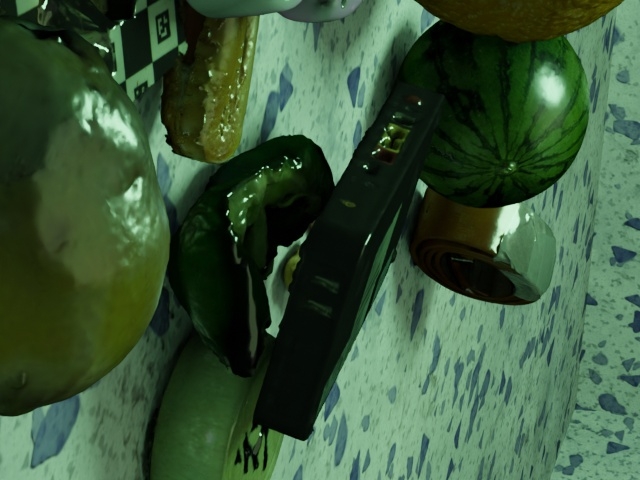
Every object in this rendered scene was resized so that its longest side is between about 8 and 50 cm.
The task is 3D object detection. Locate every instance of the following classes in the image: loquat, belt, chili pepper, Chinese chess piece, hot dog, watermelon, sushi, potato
[{"bbox_3d":[-0.175,-0.015,0.925,0.179,0.179,0.227,-56,142,-53],"label":"loquat"},{"bbox_3d":[0.219,0.010,2.267,0.261,0.184,0.105,61,44,-67],"label":"belt"},{"bbox_3d":[-0.067,-0.006,1.455,0.264,0.116,0.148,-53,138,-58],"label":"chili pepper"},{"bbox_3d":[-0.086,0.167,1.523,0.188,0.083,0.189,13,90,-76],"label":"Chinese chess piece"},{"bbox_3d":[-0.079,-0.204,1.315,0.083,0.068,0.289,8,90,-68],"label":"hot dog"},{"bbox_3d":[0.200,-0.157,2.006,0.242,0.242,0.242,11,90,-74],"label":"watermelon"},{"bbox_3d":[-0.163,-0.164,1.116,0.210,0.040,0.193,-55,145,-49],"label":"sushi"},{"bbox_3d":[-0.007,0.030,1.752,0.083,0.062,0.068,-11,97,-50],"label":"potato"}]

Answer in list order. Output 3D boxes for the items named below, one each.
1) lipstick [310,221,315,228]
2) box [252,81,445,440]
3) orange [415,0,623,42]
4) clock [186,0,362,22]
[{"bbox_3d":[0.000,0.000,1.813,0.094,0.019,0.019,83,24,-48],"label":"lipstick"},{"bbox_3d":[0.031,0.008,1.505,0.350,0.058,0.211,-59,169,-59],"label":"box"},{"bbox_3d":[0.215,-0.382,1.749,0.322,0.322,0.357,81,20,-51],"label":"orange"},{"bbox_3d":[-0.008,-0.276,1.266,0.248,0.090,0.228,-8,95,-54],"label":"clock"}]
